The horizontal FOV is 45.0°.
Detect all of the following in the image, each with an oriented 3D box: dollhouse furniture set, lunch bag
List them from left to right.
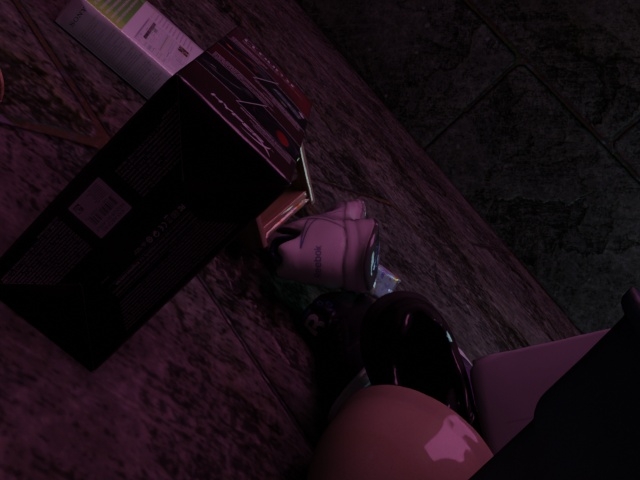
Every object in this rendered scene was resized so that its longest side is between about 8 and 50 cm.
[{"bbox_3d":[-0.127,-0.047,0.936,0.182,0.161,0.101,-44,134,-40],"label":"dollhouse furniture set"},{"bbox_3d":[0.063,0.052,1.139,0.071,0.053,0.083,35,-5,-33],"label":"lunch bag"}]

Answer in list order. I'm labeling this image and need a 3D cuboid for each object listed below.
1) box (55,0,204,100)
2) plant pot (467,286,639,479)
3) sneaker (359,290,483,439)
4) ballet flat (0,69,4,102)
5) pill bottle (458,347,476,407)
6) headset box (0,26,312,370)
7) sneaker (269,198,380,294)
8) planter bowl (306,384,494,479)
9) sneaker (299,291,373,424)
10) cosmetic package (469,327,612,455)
[{"bbox_3d":[-0.223,-0.258,1.154,0.322,0.058,0.232,42,18,-20],"label":"box"},{"bbox_3d":[0.155,0.258,0.421,0.341,0.334,0.341,42,18,-17],"label":"plant pot"},{"bbox_3d":[0.101,0.186,0.701,0.130,0.109,0.286,112,-40,-84],"label":"sneaker"},{"bbox_3d":[-0.356,-0.195,0.680,0.206,0.073,0.067,47,2,-12],"label":"ballet flat"},{"bbox_3d":[0.131,0.184,0.912,0.108,0.108,0.193,47,17,2],"label":"pill bottle"},{"bbox_3d":[-0.123,-0.058,0.664,0.110,0.218,0.293,44,17,-14],"label":"headset box"},{"bbox_3d":[0.000,0.000,1.003,0.130,0.110,0.297,2,3,-3],"label":"sneaker"},{"bbox_3d":[0.052,0.213,0.616,0.162,0.162,0.109,48,43,5],"label":"planter bowl"},{"bbox_3d":[0.017,0.125,0.861,0.121,0.079,0.217,29,25,13],"label":"sneaker"},{"bbox_3d":[0.370,0.272,0.675,0.327,0.330,0.393,24,52,-59],"label":"cosmetic package"}]
